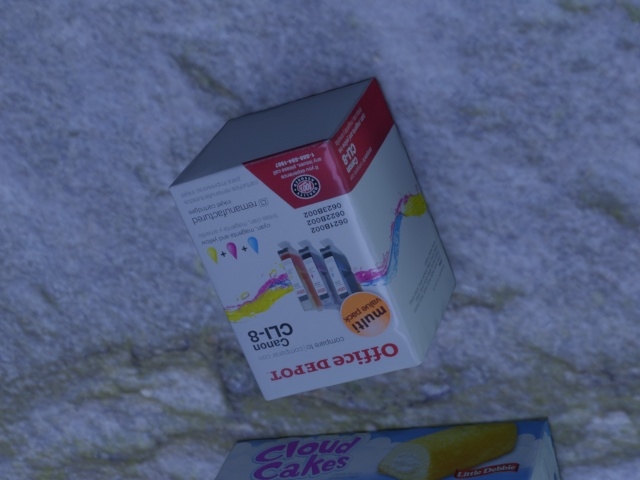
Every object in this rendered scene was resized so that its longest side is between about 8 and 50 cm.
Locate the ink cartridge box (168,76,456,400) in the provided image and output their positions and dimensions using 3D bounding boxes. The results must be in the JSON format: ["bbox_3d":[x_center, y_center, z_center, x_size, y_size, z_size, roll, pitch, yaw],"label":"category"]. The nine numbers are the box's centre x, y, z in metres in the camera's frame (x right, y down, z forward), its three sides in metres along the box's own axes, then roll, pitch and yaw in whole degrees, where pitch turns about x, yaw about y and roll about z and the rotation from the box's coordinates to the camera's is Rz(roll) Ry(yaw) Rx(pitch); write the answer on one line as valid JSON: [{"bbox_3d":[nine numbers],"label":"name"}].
[{"bbox_3d":[0.000,0.000,1.150,0.128,0.127,0.176,-15,110,23],"label":"ink cartridge box"}]

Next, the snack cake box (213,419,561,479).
[{"bbox_3d":[0.058,0.234,1.268,0.264,0.089,0.152,-7,115,21],"label":"snack cake box"}]
